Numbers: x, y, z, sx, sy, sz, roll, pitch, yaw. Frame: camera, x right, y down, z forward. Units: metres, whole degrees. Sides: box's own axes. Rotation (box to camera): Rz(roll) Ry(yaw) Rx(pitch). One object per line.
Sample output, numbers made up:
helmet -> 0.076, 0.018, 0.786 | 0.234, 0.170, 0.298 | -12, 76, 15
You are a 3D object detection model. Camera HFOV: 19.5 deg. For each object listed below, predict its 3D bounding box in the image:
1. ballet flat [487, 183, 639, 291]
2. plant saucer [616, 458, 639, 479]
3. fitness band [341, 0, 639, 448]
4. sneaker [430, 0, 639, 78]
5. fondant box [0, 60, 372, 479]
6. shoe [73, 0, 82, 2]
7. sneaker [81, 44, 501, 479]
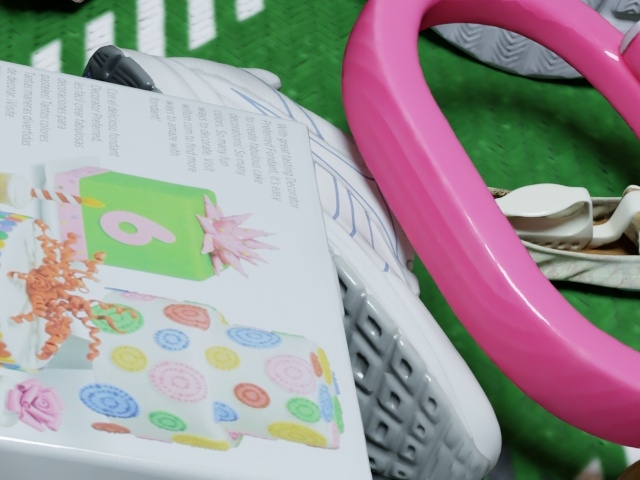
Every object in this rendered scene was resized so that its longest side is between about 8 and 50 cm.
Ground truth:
ballet flat -> 0.147, -0.004, 0.977 | 0.168, 0.052, 0.057 | -1, 47, -15
plant saucer -> 0.174, 0.136, 0.872 | 0.083, 0.015, 0.083 | 7, 46, -7
fitness band -> 0.131, -0.029, 0.913 | 0.209, 0.054, 0.291 | -11, 59, -37
sneaker -> 0.178, -0.182, 1.129 | 0.321, 0.125, 0.180 | 22, 40, -7
fondant box -> -0.160, 0.022, 0.687 | 0.330, 0.096, 0.238 | 10, 33, -14
shoe -> -0.127, -0.187, 1.087 | 0.063, 0.081, 0.178 | 36, 19, 18
sneaker -> 0.000, 0.000, 0.906 | 0.129, 0.111, 0.297 | -13, 53, -39
